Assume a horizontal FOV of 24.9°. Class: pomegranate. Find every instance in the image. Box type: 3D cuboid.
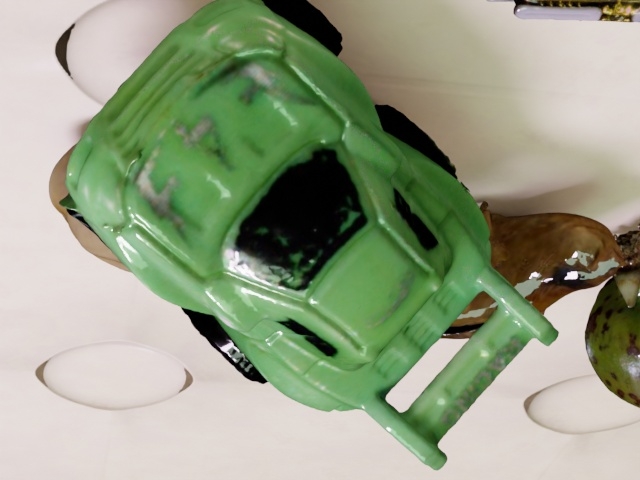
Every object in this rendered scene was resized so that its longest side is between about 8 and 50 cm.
[{"bbox_3d":[0.286,0.068,1.225,0.148,0.148,0.169,-25,135,32],"label":"pomegranate"}]

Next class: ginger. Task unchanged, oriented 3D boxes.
[{"bbox_3d":[0.078,0.025,1.175,0.309,0.107,0.133,1,125,-3],"label":"ginger"}]

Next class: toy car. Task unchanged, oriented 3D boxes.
[{"bbox_3d":[0.000,0.000,0.985,0.213,0.176,0.358,-46,139,-1],"label":"toy car"}]

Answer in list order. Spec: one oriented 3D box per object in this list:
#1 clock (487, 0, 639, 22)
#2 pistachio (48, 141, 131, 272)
[{"bbox_3d":[0.200,-0.222,0.796,0.186,0.083,0.253,1,149,-6],"label":"clock"},{"bbox_3d":[-0.124,-0.031,1.078,0.149,0.113,0.113,-12,151,-16],"label":"pistachio"}]
